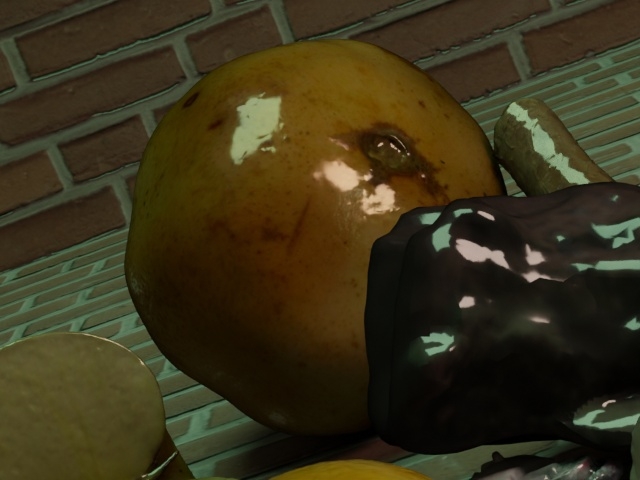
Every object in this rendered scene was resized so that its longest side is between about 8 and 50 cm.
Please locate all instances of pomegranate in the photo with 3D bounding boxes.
[{"bbox_3d":[0.000,0.000,1.989,0.416,0.417,0.417,-20,12,4],"label":"pomegranate"}]

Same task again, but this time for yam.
[{"bbox_3d":[0.276,0.000,1.821,0.081,0.081,0.357,-24,51,-14],"label":"yam"}]

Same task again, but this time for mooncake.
[{"bbox_3d":[0.223,0.062,1.552,0.381,0.212,0.350,-1,-7,-4],"label":"mooncake"}]

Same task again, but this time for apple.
[{"bbox_3d":[-0.195,0.243,1.523,0.257,0.233,0.295,-34,58,-23],"label":"apple"}]

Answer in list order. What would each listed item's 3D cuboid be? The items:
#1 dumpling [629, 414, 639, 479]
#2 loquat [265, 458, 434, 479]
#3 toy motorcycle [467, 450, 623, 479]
[{"bbox_3d":[0.257,0.184,1.160,0.163,0.205,0.293,-37,26,-18],"label":"dumpling"},{"bbox_3d":[0.015,0.252,1.267,0.238,0.193,0.238,-3,29,2],"label":"loquat"},{"bbox_3d":[0.105,0.235,1.461,0.260,0.110,0.171,-30,-2,-11],"label":"toy motorcycle"}]
